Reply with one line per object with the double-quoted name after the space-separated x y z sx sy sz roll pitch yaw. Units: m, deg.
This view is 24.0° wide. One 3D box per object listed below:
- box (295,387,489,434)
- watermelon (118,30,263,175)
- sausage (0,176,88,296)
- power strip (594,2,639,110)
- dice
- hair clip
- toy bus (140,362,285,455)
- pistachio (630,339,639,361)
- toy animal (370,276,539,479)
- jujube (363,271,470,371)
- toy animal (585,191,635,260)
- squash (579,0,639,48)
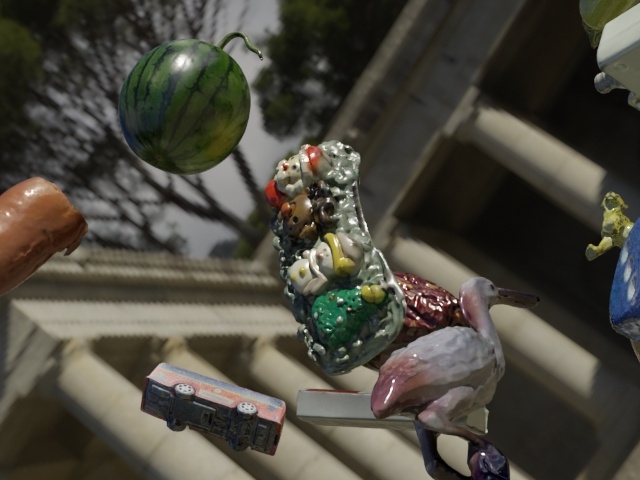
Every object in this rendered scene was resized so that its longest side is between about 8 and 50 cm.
0.075 0.175 1.539 0.115 0.177 0.036 34 -121 -71 "box"
-0.137 -0.159 1.639 0.141 0.140 0.187 92 -158 -54 "watermelon"
-0.419 0.072 1.513 0.419 0.094 0.094 -37 16 -28 "sausage"
0.372 -0.207 1.371 0.338 0.098 0.058 -31 36 52 "power strip"
0.420 0.050 1.727 0.146 0.143 0.146 110 174 -71 "dice"
-0.001 0.000 1.678 0.138 0.321 0.091 -35 -50 15 "hair clip"
-0.138 0.220 1.976 0.077 0.192 0.065 -58 -17 -62 "toy bus"
0.512 0.134 2.106 0.157 0.157 0.229 -39 -67 -33 "pistachio"
0.129 0.130 1.428 0.090 0.195 0.324 -40 28 34 "toy animal"
0.132 0.128 2.343 0.168 0.236 0.168 1 -92 -45 "jujube"
0.493 -0.001 2.260 0.136 0.181 0.073 -42 -32 -60 "toy animal"
0.372 -0.315 1.853 0.094 0.094 0.224 -39 -16 -32 "squash"
